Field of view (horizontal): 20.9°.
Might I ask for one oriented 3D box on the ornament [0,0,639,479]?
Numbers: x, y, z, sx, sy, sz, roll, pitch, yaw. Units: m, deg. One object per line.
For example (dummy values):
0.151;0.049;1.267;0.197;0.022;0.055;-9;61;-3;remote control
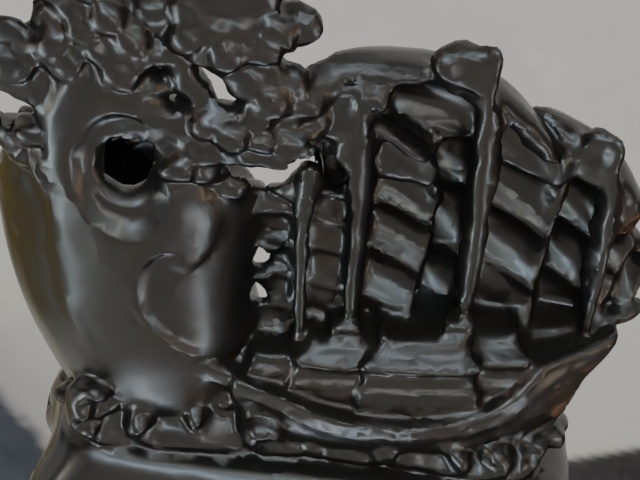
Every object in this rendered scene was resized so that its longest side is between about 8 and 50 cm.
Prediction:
0.000;0.000;0.622;0.251;0.106;0.260;6;129;-3;ornament
